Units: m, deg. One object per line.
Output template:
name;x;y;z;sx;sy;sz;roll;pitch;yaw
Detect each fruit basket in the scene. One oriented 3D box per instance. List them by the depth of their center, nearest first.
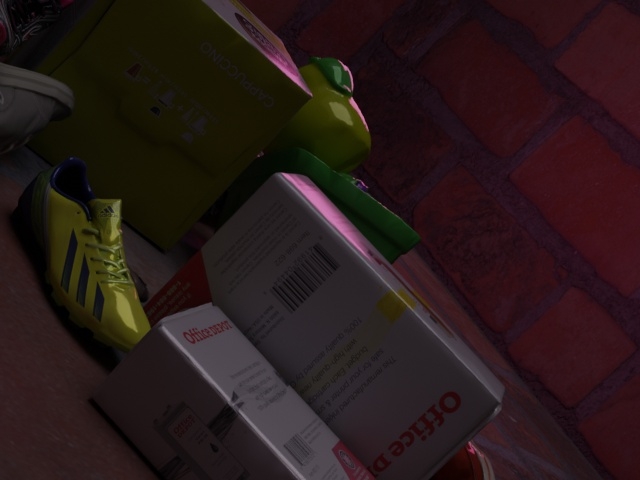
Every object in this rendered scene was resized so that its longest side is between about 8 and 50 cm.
fruit basket;-0.001;-0.091;1.935;0.283;0.392;0.392;37;12;-16

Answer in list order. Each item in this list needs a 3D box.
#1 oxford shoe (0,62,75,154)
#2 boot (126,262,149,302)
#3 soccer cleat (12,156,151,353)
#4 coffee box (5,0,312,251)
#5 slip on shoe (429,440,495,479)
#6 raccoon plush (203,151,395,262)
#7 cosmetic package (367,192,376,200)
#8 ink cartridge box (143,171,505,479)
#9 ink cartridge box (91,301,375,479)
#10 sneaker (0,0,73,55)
oxford shoe;-0.424;-0.159;1.466;0.169;0.130;0.449;7;5;5
boot;-0.269;0.034;1.560;0.087;0.042;0.118;44;9;-46
soccer cleat;-0.266;0.012;1.402;0.289;0.121;0.093;52;12;34
coffee box;-0.264;-0.257;1.870;0.337;0.338;0.334;40;12;-24
slip on shoe;0.202;0.362;1.970;0.101;0.123;0.331;6;32;-19
raccoon plush;-0.036;-0.084;2.230;0.446;0.216;0.299;21;15;1
cosmetic package;0.000;0.000;2.168;0.099;0.239;0.060;38;-7;-26
ink cartridge box;-0.001;0.147;1.482;0.385;0.279;0.160;47;9;8
ink cartridge box;-0.087;0.216;1.309;0.283;0.117;0.207;47;10;7
sneaker;-0.413;-0.327;1.634;0.299;0.112;0.121;-96;-177;-64
